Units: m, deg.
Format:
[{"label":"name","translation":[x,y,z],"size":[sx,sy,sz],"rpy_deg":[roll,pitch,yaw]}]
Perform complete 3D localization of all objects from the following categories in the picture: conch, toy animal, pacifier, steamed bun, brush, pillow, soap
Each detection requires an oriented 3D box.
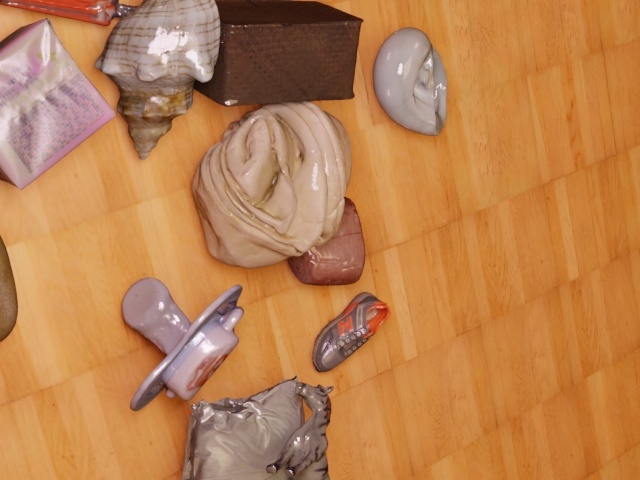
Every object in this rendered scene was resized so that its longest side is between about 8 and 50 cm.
[{"label":"conch","translation":[0.181,-0.308,1.957],"size":[0.185,0.121,0.221],"rpy_deg":[-35,121,-29]},{"label":"toy animal","translation":[-0.032,0.385,1.771],"size":[0.170,0.090,0.255],"rpy_deg":[-5,106,-62]},{"label":"conch","translation":[-0.255,-0.301,1.587],"size":[0.169,0.203,0.386],"rpy_deg":[-57,163,-51]},{"label":"pacifier","translation":[-0.256,0.155,1.723],"size":[0.207,0.227,0.279],"rpy_deg":[40,94,3]},{"label":"steamed bun","translation":[0.000,0.000,1.893],"size":[0.145,0.106,0.175],"rpy_deg":[-2,84,-28]},{"label":"steamed bun","translation":[-0.069,-0.106,1.732],"size":[0.289,0.203,0.276],"rpy_deg":[-17,88,-15]},{"label":"brush","translation":[-0.405,-0.374,1.589],"size":[0.323,0.070,0.051],"rpy_deg":[1,100,-35]},{"label":"pillow","translation":[-0.134,0.411,1.839],"size":[0.283,0.138,0.310],"rpy_deg":[-4,103,-44]},{"label":"soap","translation":[-0.452,-0.208,1.537],"size":[0.199,0.138,0.182],"rpy_deg":[-44,117,-21]}]

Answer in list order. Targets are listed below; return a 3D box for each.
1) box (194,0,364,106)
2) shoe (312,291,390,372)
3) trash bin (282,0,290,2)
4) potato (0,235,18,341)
[{"label":"box","translation":[-0.086,-0.327,1.726],"size":[0.273,0.184,0.143],"rpy_deg":[-8,118,-32]},{"label":"shoe","translation":[0.061,0.182,1.969],"size":[0.194,0.077,0.074],"rpy_deg":[-48,119,-20]},{"label":"trash bin","translation":[-0.086,-0.472,1.803],"size":[0.092,0.043,0.061],"rpy_deg":[31,79,-34]},{"label":"potato","translation":[-0.545,0.061,1.504],"size":[0.174,0.159,0.251],"rpy_deg":[-25,121,-3]}]
